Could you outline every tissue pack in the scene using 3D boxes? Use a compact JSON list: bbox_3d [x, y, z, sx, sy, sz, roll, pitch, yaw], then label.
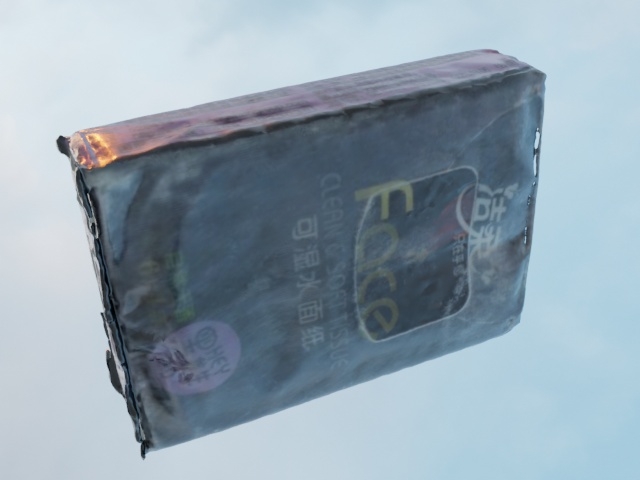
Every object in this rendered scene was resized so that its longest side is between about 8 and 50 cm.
[{"bbox_3d":[0.000,0.000,0.627,0.122,0.362,0.259,-130,-147,-50],"label":"tissue pack"}]
